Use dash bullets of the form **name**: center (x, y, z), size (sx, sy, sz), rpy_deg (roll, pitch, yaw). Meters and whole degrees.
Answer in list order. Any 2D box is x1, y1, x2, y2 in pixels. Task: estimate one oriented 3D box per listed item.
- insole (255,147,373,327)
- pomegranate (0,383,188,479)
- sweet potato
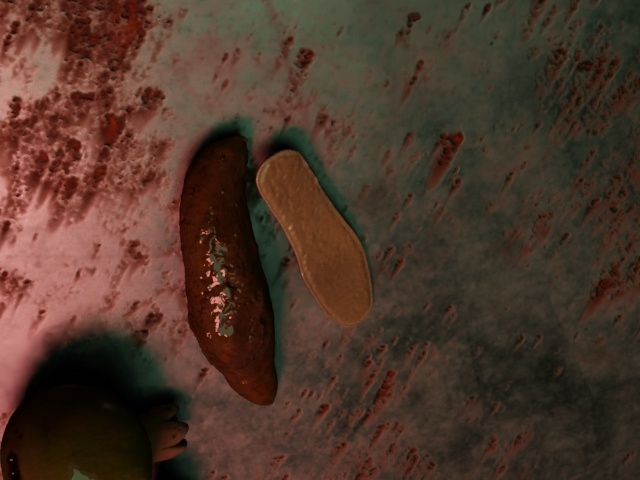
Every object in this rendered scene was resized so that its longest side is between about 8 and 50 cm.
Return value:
- **insole**: center (0.000, 0.000, 1.407), size (0.081, 0.011, 0.247), rpy_deg (-37, 124, -11)
- **pomegranate**: center (-0.245, 0.241, 1.393), size (0.211, 0.179, 0.179), rpy_deg (-5, 115, -11)
- **sweet potato**: center (-0.096, 0.060, 1.380), size (0.092, 0.114, 0.341), rpy_deg (5, 118, 24)
